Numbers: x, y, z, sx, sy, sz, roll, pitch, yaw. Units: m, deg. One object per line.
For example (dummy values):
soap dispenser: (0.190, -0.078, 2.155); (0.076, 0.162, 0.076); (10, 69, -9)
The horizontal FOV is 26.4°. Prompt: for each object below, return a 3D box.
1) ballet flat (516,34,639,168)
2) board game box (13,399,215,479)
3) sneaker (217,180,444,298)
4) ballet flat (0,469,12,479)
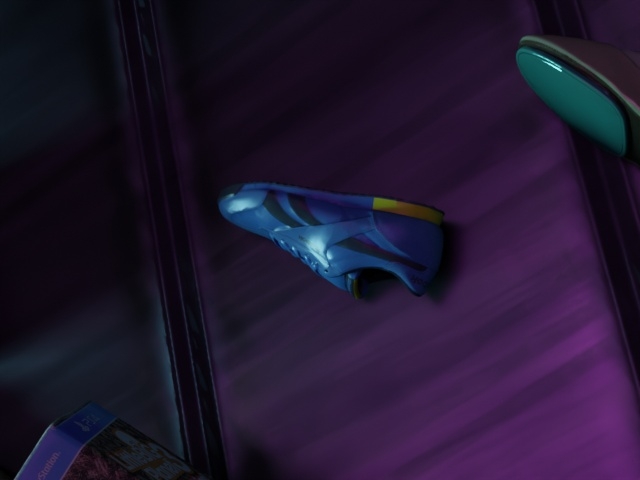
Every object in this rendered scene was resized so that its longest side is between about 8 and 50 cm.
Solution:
ballet flat: (0.257, -0.089, 1.035); (0.086, 0.086, 0.248); (-47, 64, 7)
board game box: (-0.124, 0.297, 0.999); (0.291, 0.141, 0.232); (32, 90, 1)
sneaker: (0.000, 0.000, 1.127); (0.209, 0.069, 0.082); (9, 84, 26)
ballet flat: (-0.368, 0.209, 1.247); (0.250, 0.058, 0.084); (30, 91, 28)
